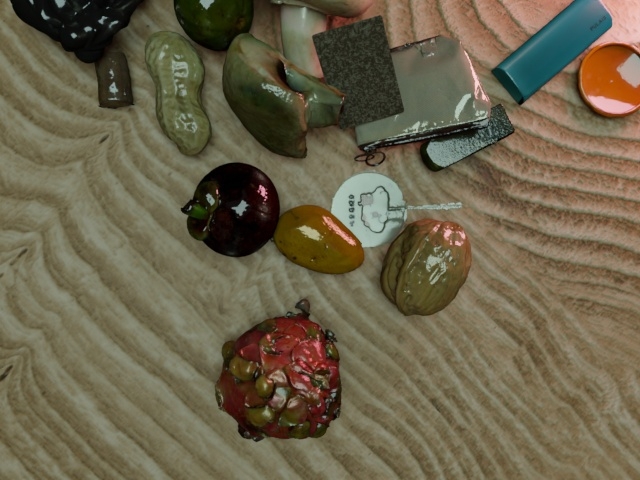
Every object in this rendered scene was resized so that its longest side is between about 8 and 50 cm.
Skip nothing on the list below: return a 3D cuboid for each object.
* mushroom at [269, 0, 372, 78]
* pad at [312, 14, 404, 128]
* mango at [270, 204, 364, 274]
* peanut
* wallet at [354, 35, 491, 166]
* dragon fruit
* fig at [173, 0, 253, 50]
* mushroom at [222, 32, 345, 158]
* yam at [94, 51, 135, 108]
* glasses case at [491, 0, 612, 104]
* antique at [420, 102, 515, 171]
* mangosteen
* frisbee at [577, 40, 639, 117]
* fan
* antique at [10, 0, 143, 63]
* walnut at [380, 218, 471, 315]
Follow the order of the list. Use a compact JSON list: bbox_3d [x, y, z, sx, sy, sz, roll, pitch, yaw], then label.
[{"bbox_3d":[-0.005,-0.578,1.451,0.315,0.315,0.356,-43,128,-3],"label":"mushroom"},{"bbox_3d":[0.088,-0.370,1.444,0.158,0.003,0.235,-13,124,11],"label":"pad"},{"bbox_3d":[0.000,0.000,1.521,0.227,0.109,0.147,21,84,-5],"label":"mango"},{"bbox_3d":[-0.324,-0.345,1.501,0.136,0.120,0.298,-11,90,34],"label":"peanut"},{"bbox_3d":[0.221,-0.340,1.529,0.335,0.068,0.274,-12,79,13],"label":"wallet"},{"bbox_3d":[-0.094,0.309,1.433,0.296,0.263,0.314,-12,90,-3],"label":"dragon fruit"},{"bbox_3d":[-0.260,-0.554,1.494,0.195,0.195,0.245,-41,56,-4],"label":"fig"},{"bbox_3d":[-0.111,-0.291,1.447,0.292,0.212,0.217,28,122,0],"label":"mushroom"},{"bbox_3d":[-0.486,-0.377,1.514,0.084,0.084,0.127,-8,91,-4],"label":"yam"},{"bbox_3d":[0.576,-0.476,1.590,0.301,0.070,0.117,-41,92,-5],"label":"glasses case"},{"bbox_3d":[0.348,-0.244,1.565,0.221,0.080,0.081,-26,89,-2],"label":"antique"},{"bbox_3d":[-0.200,-0.077,1.457,0.216,0.216,0.216,0,89,-4],"label":"mangosteen"},{"bbox_3d":[0.733,-0.400,1.613,0.192,0.035,0.192,0,88,-3],"label":"frisbee"},{"bbox_3d":[0.189,-0.080,1.585,0.329,0.009,0.190,-1,88,-3],"label":"fan"},{"bbox_3d":[-0.554,-0.559,1.455,0.322,0.185,0.255,28,79,14],"label":"antique"},{"bbox_3d":[0.242,0.062,1.499,0.198,0.198,0.245,23,94,-3],"label":"walnut"}]
